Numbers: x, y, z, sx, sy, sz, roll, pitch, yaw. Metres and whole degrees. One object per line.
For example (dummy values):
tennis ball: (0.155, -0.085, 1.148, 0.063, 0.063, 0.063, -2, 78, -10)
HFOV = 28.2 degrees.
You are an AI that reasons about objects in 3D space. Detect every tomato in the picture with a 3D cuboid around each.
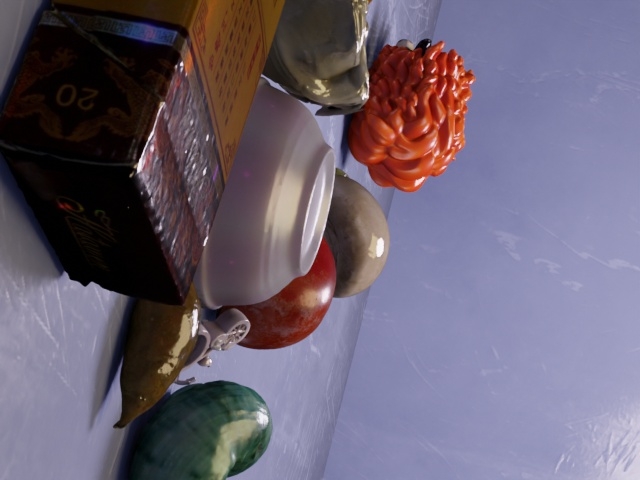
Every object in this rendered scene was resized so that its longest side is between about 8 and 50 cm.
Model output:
tomato: (-0.059, 0.060, 1.715, 0.187, 0.151, 0.187, -170, -90, -78)

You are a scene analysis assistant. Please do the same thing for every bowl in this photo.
bowl: (-0.070, -0.048, 1.514, 0.287, 0.144, 0.287, 13, 90, -82)

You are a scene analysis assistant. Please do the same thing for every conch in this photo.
conch: (-0.147, 0.243, 1.501, 0.196, 0.134, 0.202, -38, -174, 12)

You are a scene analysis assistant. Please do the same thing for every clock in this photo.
clock: (-0.140, 0.121, 1.486, 0.129, 0.041, 0.087, -17, 140, -43)

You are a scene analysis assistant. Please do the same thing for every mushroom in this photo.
mushroom: (0.000, 0.000, 2.000, 0.204, 0.204, 0.204, 13, 90, -81)

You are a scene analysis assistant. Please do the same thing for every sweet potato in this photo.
sweet potato: (-0.160, 0.070, 1.342, 0.075, 0.075, 0.269, 66, 34, -76)

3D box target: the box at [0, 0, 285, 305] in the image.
box: (-0.123, -0.180, 1.072, 0.264, 0.116, 0.415, 86, 19, -66)

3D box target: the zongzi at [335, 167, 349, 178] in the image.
zongzi: (0.007, -0.067, 2.312, 0.113, 0.052, 0.104, -60, 172, -18)

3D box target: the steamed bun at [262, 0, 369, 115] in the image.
steamed bun: (-0.023, -0.253, 1.538, 0.218, 0.144, 0.211, -122, -155, -64)

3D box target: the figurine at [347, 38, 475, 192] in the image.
figurine: (0.172, -0.265, 2.620, 0.306, 0.241, 0.412, -55, -168, 5)

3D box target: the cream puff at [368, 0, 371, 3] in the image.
cream puff: (0.064, -0.425, 1.981, 0.119, 0.104, 0.133, 23, 79, -74)
